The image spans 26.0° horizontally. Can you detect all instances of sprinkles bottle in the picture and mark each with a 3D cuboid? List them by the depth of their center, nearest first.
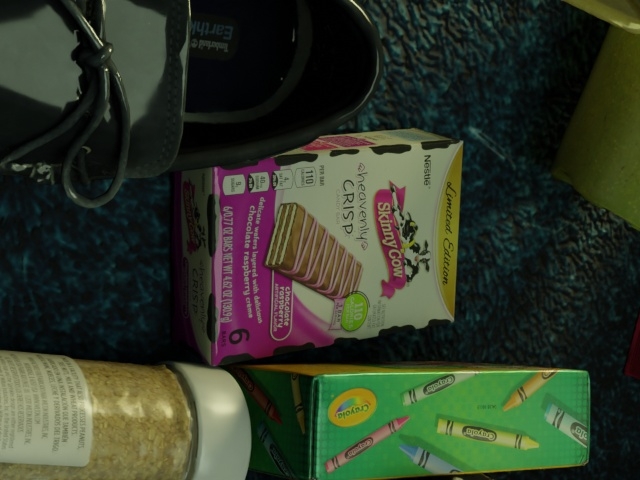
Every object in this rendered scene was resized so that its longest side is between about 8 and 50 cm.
[{"bbox_3d":[-0.224,0.133,0.955,0.355,0.121,0.121,9,98,-35],"label":"sprinkles bottle"}]

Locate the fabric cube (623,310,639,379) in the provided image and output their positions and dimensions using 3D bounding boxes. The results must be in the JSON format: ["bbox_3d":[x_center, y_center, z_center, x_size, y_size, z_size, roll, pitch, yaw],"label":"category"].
[{"bbox_3d":[0.498,0.058,1.339,0.254,0.258,0.259,7,100,-34],"label":"fabric cube"}]

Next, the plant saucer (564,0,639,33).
[{"bbox_3d":[0.159,-0.364,1.022,0.333,0.081,0.332,24,94,-5],"label":"plant saucer"}]

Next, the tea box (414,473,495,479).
[{"bbox_3d":[0.193,0.345,1.098,0.324,0.329,0.220,26,87,3],"label":"tea box"}]

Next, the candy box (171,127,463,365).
[{"bbox_3d":[0.000,0.000,1.099,0.234,0.071,0.159,-9,108,-33],"label":"candy box"}]

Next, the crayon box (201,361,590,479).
[{"bbox_3d":[0.061,0.140,1.114,0.279,0.165,0.081,3,87,-34],"label":"crayon box"}]

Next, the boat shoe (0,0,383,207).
[{"bbox_3d":[-0.153,-0.122,0.850,0.500,0.156,0.186,-6,111,-46],"label":"boat shoe"}]

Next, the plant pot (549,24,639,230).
[{"bbox_3d":[0.336,-0.124,1.198,0.276,0.276,0.253,22,103,-36],"label":"plant pot"}]
